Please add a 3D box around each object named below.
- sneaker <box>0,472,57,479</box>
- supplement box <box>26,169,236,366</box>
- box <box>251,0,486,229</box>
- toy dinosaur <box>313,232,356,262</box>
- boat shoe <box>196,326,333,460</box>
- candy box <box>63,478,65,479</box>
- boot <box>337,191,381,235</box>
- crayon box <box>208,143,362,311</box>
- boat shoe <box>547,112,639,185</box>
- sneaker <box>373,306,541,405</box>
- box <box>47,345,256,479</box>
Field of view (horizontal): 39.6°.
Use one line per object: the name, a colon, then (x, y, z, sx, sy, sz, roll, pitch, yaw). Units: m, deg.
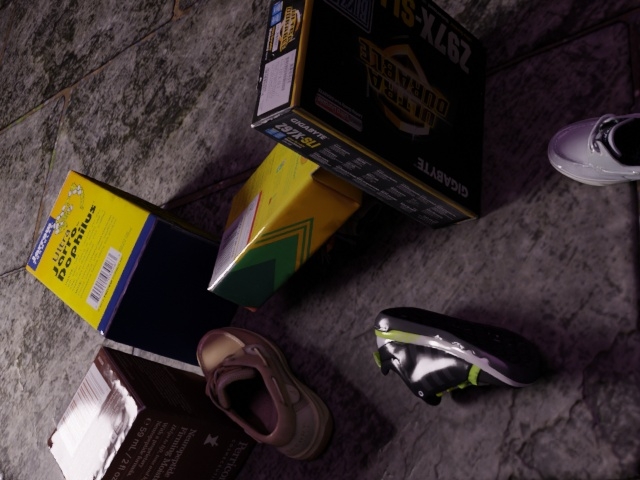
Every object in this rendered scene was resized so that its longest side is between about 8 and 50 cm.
sneaker: (-0.570, 0.476, 1.570, 0.366, 0.137, 0.210, 38, 99, 45)
supplement box: (-0.303, 0.037, 1.450, 0.356, 0.194, 0.195, 24, 89, 51)
box: (0.073, -0.189, 1.051, 0.079, 0.322, 0.257, -17, 58, 41)
toy dinosaur: (0.000, 0.000, 1.229, 0.090, 0.082, 0.047, 32, 73, 9)
boat shoe: (-0.102, 0.195, 1.219, 0.302, 0.098, 0.109, 35, 97, 51)
candy box: (-0.352, 0.418, 1.418, 0.187, 0.053, 0.109, 21, 86, 50)
boot: (0.053, -0.064, 1.236, 0.087, 0.042, 0.118, 33, 97, 44)
crayon box: (-0.027, -0.069, 1.204, 0.318, 0.081, 0.202, -46, 24, 40)
boat shoe: (0.323, -0.102, 0.916, 0.227, 0.081, 0.079, 12, 79, 50)
sneaker: (0.150, 0.142, 1.004, 0.235, 0.084, 0.097, 15, 106, 52)
box: (-0.236, 0.278, 1.241, 0.167, 0.203, 0.168, 37, 99, 50)
